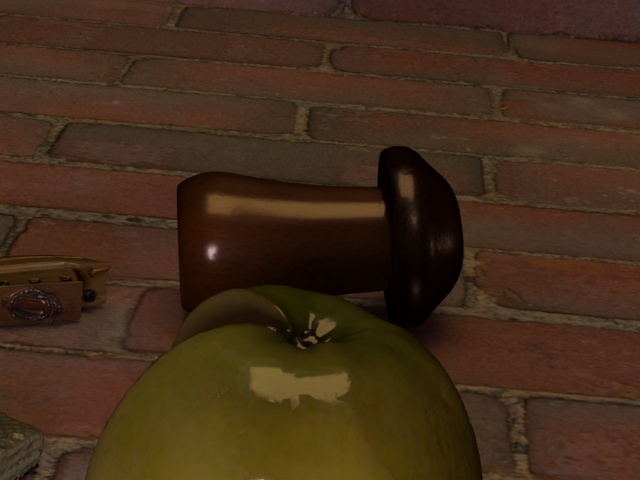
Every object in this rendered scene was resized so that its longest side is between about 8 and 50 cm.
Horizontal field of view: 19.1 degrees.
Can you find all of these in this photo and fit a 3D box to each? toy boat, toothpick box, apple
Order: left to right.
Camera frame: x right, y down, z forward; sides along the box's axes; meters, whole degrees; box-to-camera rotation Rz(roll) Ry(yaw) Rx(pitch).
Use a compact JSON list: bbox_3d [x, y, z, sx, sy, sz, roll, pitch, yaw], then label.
[{"bbox_3d":[-0.312,0.053,1.933,0.200,0.057,0.077,-3,27,-21],"label":"toy boat"},{"bbox_3d":[-0.027,0.172,1.358,0.292,0.254,0.292,8,22,-3],"label":"apple"},{"bbox_3d":[0.000,0.000,1.972,0.294,0.192,0.192,-2,19,-2],"label":"toothpick box"}]

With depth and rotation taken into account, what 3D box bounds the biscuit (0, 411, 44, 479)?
[{"bbox_3d":[-0.374,0.164,1.602,0.252,0.052,0.150,13,21,25],"label":"biscuit"}]
